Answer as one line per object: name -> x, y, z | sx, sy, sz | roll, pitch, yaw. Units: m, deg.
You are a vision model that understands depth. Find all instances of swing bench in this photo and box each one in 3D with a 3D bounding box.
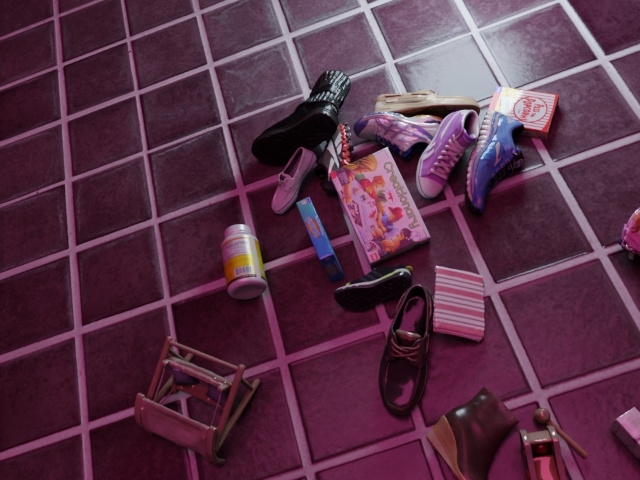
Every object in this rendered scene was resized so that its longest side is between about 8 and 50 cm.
swing bench -> -0.341, 0.433, 1.784 | 0.253, 0.165, 0.254 | 16, 68, 22

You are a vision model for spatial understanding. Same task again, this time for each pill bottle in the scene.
pill bottle -> -0.234, 0.061, 1.986 | 0.117, 0.117, 0.215 | -17, 59, 6

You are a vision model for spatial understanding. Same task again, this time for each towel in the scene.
towel -> 0.372, 0.168, 1.786 | 0.144, 0.029, 0.197 | 14, 60, -11

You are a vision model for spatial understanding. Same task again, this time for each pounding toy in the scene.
pounding toy -> 0.546, 0.505, 1.514 | 0.155, 0.154, 0.269 | -11, 60, 9

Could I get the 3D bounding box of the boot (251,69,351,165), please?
boot -> -0.058, -0.402, 2.179 | 0.348, 0.131, 0.260 | -19, 39, 30

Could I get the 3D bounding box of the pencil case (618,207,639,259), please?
pencil case -> 0.944, 0.063, 1.650 | 0.386, 0.160, 0.167 | 44, 109, 29

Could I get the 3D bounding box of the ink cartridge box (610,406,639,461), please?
ink cartridge box -> 0.742, 0.462, 1.517 | 0.056, 0.099, 0.135 | -34, 60, -5

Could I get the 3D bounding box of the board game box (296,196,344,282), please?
board game box -> 0.000, 0.000, 1.933 | 0.047, 0.160, 0.210 | -24, 58, 2

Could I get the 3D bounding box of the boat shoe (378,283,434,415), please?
boat shoe -> 0.220, 0.275, 1.740 | 0.132, 0.130, 0.355 | 4, 63, 17

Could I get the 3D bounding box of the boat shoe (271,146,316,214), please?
boat shoe -> -0.102, -0.194, 2.084 | 0.083, 0.076, 0.226 | 27, 88, 39

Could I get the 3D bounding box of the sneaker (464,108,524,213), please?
sneaker -> 0.515, -0.229, 1.937 | 0.147, 0.130, 0.330 | 18, 76, 17

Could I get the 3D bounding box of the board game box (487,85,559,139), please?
board game box -> 0.624, -0.398, 2.052 | 0.194, 0.045, 0.146 | 14, 67, 21

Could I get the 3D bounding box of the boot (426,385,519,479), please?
boot -> 0.400, 0.498, 1.593 | 0.207, 0.090, 0.248 | -36, 56, -4

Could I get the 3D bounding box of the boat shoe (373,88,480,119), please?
boat shoe -> 0.335, -0.433, 2.104 | 0.341, 0.121, 0.110 | 1, 63, 17

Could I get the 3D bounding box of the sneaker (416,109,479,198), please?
sneaker -> 0.378, -0.259, 1.943 | 0.102, 0.161, 0.282 | 22, 86, -17

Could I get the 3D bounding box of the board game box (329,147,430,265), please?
board game box -> 0.173, -0.100, 1.953 | 0.193, 0.053, 0.305 | -24, 77, 1

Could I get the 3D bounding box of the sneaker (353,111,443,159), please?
sneaker -> 0.244, -0.323, 2.071 | 0.297, 0.112, 0.130 | 4, 75, 16

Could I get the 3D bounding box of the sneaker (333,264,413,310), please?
sneaker -> 0.154, 0.129, 1.886 | 0.235, 0.084, 0.097 | -15, 27, 10

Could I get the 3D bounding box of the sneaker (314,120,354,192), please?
sneaker -> 0.042, -0.265, 2.102 | 0.135, 0.097, 0.276 | -8, 62, 8
